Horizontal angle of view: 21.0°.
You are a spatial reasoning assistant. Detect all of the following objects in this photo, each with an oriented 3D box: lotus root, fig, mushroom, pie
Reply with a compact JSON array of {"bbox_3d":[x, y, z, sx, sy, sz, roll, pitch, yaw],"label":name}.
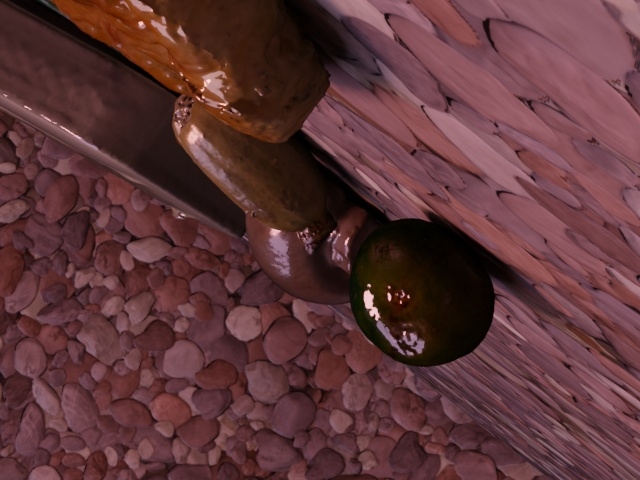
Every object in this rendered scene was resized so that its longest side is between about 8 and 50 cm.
[{"bbox_3d":[-0.049,-0.063,1.451,0.183,0.077,0.090,44,-179,-24],"label":"lotus root"},{"bbox_3d":[0.087,0.044,1.354,0.117,0.117,0.177,37,-174,14],"label":"fig"},{"bbox_3d":[0.000,0.000,1.598,0.188,0.117,0.141,36,-170,-45],"label":"mushroom"},{"bbox_3d":[-0.131,-0.170,1.016,0.339,0.083,0.339,38,179,1],"label":"pie"}]

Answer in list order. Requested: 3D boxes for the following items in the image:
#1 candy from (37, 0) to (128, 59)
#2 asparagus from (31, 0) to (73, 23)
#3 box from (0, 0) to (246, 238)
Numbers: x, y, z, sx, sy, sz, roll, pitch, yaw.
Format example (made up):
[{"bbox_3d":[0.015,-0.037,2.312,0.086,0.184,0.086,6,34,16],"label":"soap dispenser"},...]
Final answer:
[{"bbox_3d":[-0.244,-0.220,1.533,0.323,0.097,0.097,32,179,-24],"label":"candy"},{"bbox_3d":[-0.306,-0.264,1.821,0.165,0.030,0.036,40,-161,-45],"label":"asparagus"},{"bbox_3d":[-0.266,-0.155,1.798,0.396,0.111,0.396,30,178,20],"label":"box"}]
